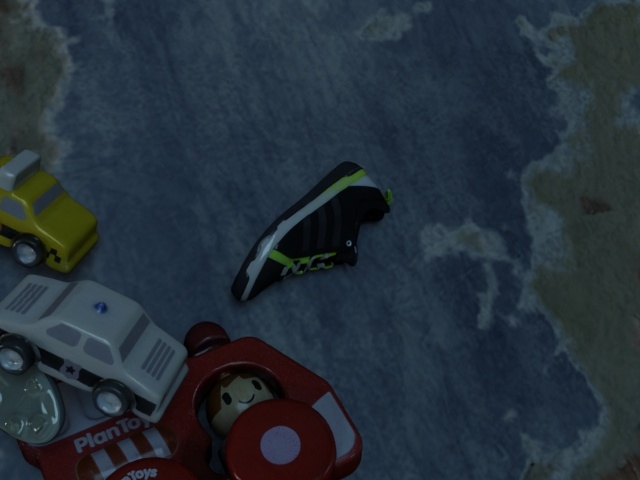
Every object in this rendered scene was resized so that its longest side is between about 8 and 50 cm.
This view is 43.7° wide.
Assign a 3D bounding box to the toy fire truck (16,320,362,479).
[{"bbox_3d":[-0.127,0.199,0.788,0.302,0.169,0.254,-22,56,-19],"label":"toy fire truck"}]

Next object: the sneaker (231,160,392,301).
[{"bbox_3d":[0.000,0.000,0.925,0.097,0.084,0.234,44,66,4],"label":"sneaker"}]

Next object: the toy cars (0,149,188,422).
[{"bbox_3d":[-0.266,0.016,0.784,0.176,0.087,0.394,-6,42,-43],"label":"toy cars"}]

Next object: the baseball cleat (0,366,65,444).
[{"bbox_3d":[-0.307,0.121,0.780,0.206,0.109,0.072,39,86,18],"label":"baseball cleat"}]
